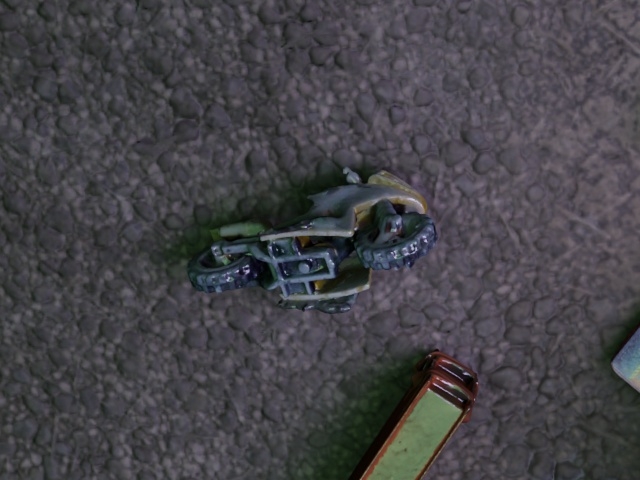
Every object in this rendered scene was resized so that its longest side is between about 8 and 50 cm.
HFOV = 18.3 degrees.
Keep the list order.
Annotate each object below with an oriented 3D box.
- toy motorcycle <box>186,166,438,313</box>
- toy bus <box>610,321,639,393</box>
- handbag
[{"bbox_3d":[0.000,-0.001,1.733,0.229,0.130,0.094,-8,120,22],"label":"toy motorcycle"},{"bbox_3d":[0.332,0.055,1.719,0.077,0.065,0.192,38,102,7],"label":"toy bus"},{"bbox_3d":[0.068,0.192,1.742,0.063,0.127,0.190,33,101,1],"label":"handbag"}]
